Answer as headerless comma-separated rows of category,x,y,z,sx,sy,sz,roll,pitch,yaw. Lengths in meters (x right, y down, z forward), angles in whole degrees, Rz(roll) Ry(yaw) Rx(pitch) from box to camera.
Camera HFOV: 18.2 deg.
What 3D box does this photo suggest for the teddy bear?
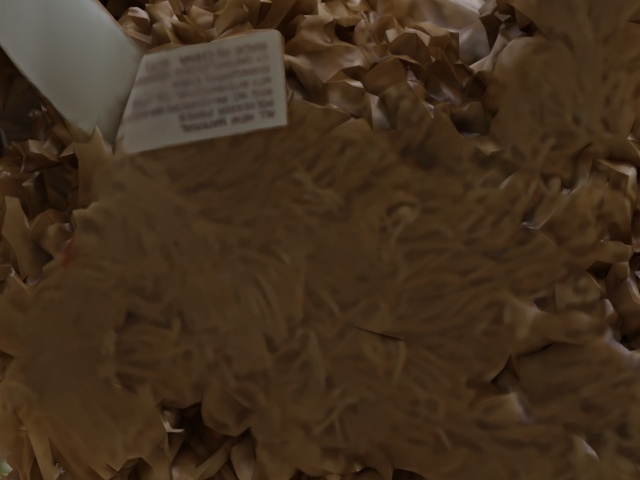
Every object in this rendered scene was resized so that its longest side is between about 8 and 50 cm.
teddy bear,0.000,0.000,0.409,0.338,0.245,0.113,16,4,15
